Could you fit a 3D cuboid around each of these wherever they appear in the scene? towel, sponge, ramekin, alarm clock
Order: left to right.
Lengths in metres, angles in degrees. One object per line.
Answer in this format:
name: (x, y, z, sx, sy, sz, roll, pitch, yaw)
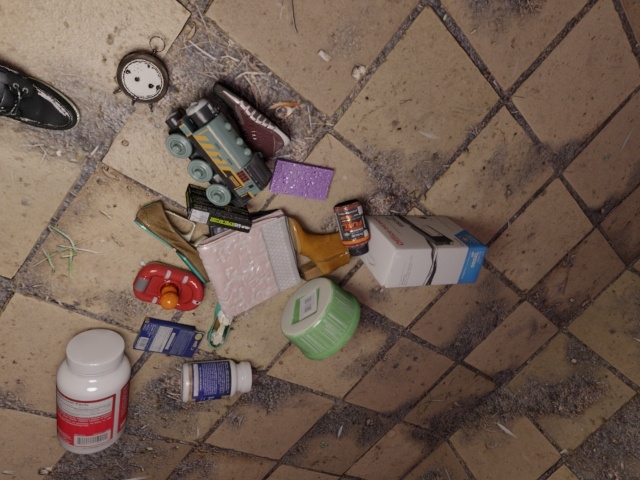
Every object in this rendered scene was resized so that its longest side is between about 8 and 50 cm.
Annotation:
alarm clock: (-0.465, -0.451, 1.101, 0.129, 0.064, 0.192, 21, 107, -30)
towel: (-0.233, 0.090, 1.449, 0.317, 0.053, 0.331, -24, 127, -19)
sponge: (-0.064, -0.207, 1.417, 0.210, 0.031, 0.117, 7, 117, -24)
ramekin: (-0.011, 0.286, 1.579, 0.303, 0.303, 0.148, -43, 117, 7)

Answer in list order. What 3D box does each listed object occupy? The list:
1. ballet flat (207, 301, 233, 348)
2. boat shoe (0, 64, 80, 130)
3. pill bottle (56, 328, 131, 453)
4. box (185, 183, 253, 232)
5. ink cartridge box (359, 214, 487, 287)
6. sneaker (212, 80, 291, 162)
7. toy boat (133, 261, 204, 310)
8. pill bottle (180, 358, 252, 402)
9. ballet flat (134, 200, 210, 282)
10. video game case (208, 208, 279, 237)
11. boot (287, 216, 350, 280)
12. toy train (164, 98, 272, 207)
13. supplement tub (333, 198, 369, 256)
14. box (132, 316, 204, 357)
ballet flat: (-0.371, 0.315, 1.578, 0.083, 0.087, 0.247, 12, 114, -26)
boat shoe: (-0.775, -0.361, 0.999, 0.340, 0.113, 0.127, 31, 104, -33)
pill bottle: (-0.796, 0.525, 1.452, 0.229, 0.229, 0.407, 5, 117, -24)
box: (-0.319, -0.101, 1.289, 0.191, 0.184, 0.045, 13, 113, -28)
ink cartridge box: (0.371, 0.032, 1.573, 0.395, 0.285, 0.166, -1, 118, -21)
sneaker: (-0.234, -0.328, 1.237, 0.281, 0.106, 0.162, 34, 106, -34)
toy boat: (-0.511, 0.179, 1.402, 0.231, 0.151, 0.151, 21, 110, -30)
pill bottle: (-0.420, 0.560, 1.665, 0.265, 0.153, 0.153, 2, 118, -22)
ballet flat: (-0.448, 0.001, 1.362, 0.124, 0.116, 0.342, -48, 123, -14)
video game case: (-0.256, 0.038, 1.466, 0.248, 0.035, 0.274, -14, 124, -23)
boot: (0.001, 0.001, 1.540, 0.211, 0.104, 0.295, -26, 124, -15)
toy train: (-0.291, -0.246, 1.198, 0.190, 0.142, 0.334, -21, 121, 26)
supplement tub: (0.119, -0.044, 1.506, 0.106, 0.106, 0.197, -18, 103, -10)
box: (-0.571, 0.371, 1.564, 0.225, 0.036, 0.136, 20, 111, -28)
